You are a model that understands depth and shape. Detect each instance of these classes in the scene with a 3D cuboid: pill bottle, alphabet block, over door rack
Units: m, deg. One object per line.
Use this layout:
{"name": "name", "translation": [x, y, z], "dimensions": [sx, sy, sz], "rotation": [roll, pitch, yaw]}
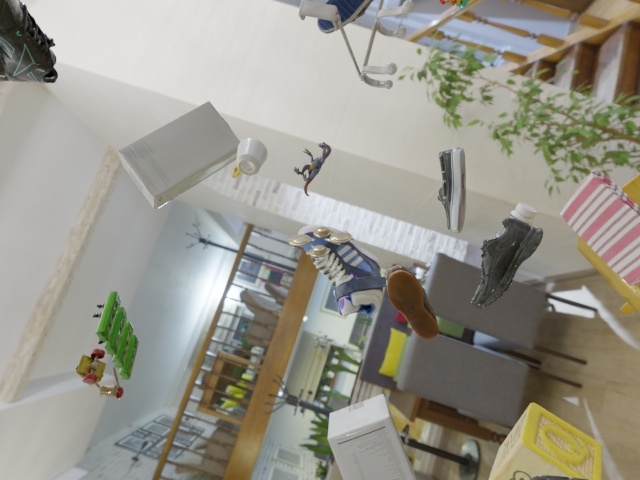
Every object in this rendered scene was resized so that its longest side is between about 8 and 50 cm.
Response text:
{"name": "pill bottle", "translation": [0.670, -0.055, 1.406], "dimensions": [0.078, 0.078, 0.137], "rotation": [-67, -1, -63]}
{"name": "alphabet block", "translation": [0.580, 0.588, 1.071], "dimensions": [0.193, 0.193, 0.197], "rotation": [-24, -43, -54]}
{"name": "over door rack", "translation": [0.099, -0.426, 0.711], "dimensions": [0.324, 0.108, 0.239], "rotation": [-1, -74, -65]}

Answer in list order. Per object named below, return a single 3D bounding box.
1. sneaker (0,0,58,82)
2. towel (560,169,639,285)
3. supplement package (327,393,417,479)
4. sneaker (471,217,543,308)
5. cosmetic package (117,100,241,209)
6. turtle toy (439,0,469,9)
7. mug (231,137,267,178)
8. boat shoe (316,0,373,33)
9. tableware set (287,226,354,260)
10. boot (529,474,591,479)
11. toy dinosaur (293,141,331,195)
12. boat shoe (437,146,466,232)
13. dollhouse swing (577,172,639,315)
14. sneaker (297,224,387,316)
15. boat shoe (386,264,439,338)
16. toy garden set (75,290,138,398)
{"name": "sneaker", "translation": [-0.503, -0.350, 0.689], "dimensions": [0.267, 0.106, 0.101], "rotation": [-18, 66, 58]}
{"name": "towel", "translation": [0.539, -0.021, 0.752], "dimensions": [0.029, 0.197, 0.144], "rotation": [-26, -27, -9]}
{"name": "supplement package", "translation": [0.122, 0.485, 0.878], "dimensions": [0.134, 0.139, 0.243], "rotation": [20, -131, -86]}
{"name": "sneaker", "translation": [0.508, 0.065, 1.188], "dimensions": [0.286, 0.130, 0.109], "rotation": [-58, -18, 5]}
{"name": "cosmetic package", "translation": [-0.506, -0.316, 1.521], "dimensions": [0.385, 0.217, 0.156], "rotation": [-36, 2, -22]}
{"name": "turtle toy", "translation": [0.264, -0.519, 0.841], "dimensions": [0.066, 0.130, 0.095], "rotation": [-63, -18, 2]}
{"name": "mug", "translation": [-0.142, -0.156, 0.826], "dimensions": [0.064, 0.062, 0.078], "rotation": [-87, 13, -51]}
{"name": "boat shoe", "translation": [0.071, -0.523, 0.926], "dimensions": [0.183, 0.066, 0.066], "rotation": [-38, -2, 4]}
{"name": "tableware set", "translation": [0.000, 0.000, 1.168], "dimensions": [0.169, 0.141, 0.020], "rotation": [-25, -56, -30]}
{"name": "boot", "translation": [0.443, 0.448, 0.535], "dimensions": [0.118, 0.339, 0.222], "rotation": [13, -104, -72]}
{"name": "toy dinosaur", "translation": [-0.011, -0.143, 0.768], "dimensions": [0.082, 0.047, 0.090], "rotation": [-37, -34, -29]}
{"name": "boat shoe", "translation": [0.217, -0.082, 0.686], "dimensions": [0.049, 0.040, 0.142], "rotation": [6, -95, -57]}
{"name": "dollhouse swing", "translation": [0.888, -0.003, 1.108], "dimensions": [0.347, 0.315, 0.305], "rotation": [-38, -16, 5]}
{"name": "sneaker", "translation": [0.062, 0.110, 1.278], "dimensions": [0.130, 0.323, 0.236], "rotation": [-42, 28, 40]}
{"name": "boat shoe", "translation": [0.197, 0.128, 0.906], "dimensions": [0.207, 0.073, 0.073], "rotation": [59, -164, -30]}
{"name": "toy garden set", "translation": [-0.502, 0.272, 0.976], "dimensions": [0.244, 0.049, 0.203], "rotation": [99, 169, -47]}
